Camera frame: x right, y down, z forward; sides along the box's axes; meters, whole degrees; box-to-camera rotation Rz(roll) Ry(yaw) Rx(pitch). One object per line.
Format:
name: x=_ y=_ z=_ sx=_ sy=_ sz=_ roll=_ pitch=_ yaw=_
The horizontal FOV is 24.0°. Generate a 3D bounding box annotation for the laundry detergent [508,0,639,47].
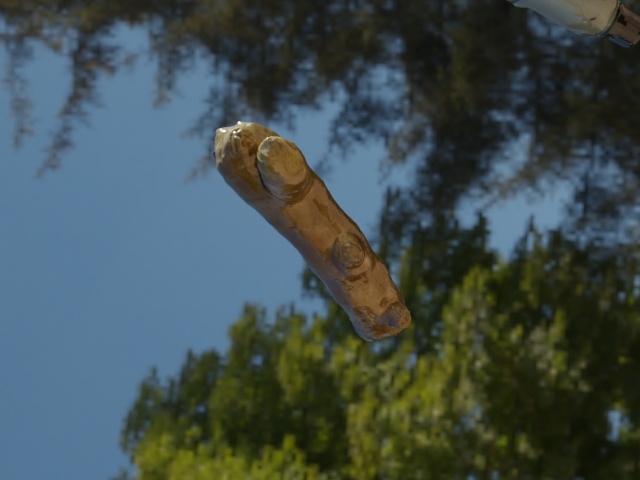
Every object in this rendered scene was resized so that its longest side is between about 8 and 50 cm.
laundry detergent: x=0.245 y=-0.273 z=1.600 sx=0.070 sy=0.226 sz=0.099 roll=-67 pitch=12 yaw=-25

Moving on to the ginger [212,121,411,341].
ginger: x=0.002 y=-0.003 z=1.389 sx=0.065 sy=0.118 sz=0.299 roll=-46 pitch=-51 yaw=-9
